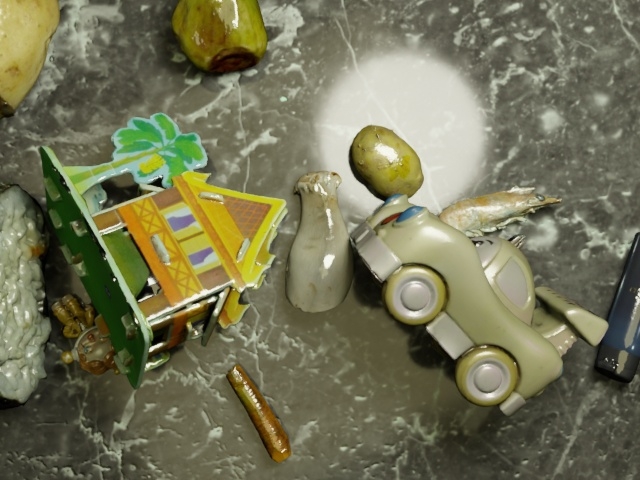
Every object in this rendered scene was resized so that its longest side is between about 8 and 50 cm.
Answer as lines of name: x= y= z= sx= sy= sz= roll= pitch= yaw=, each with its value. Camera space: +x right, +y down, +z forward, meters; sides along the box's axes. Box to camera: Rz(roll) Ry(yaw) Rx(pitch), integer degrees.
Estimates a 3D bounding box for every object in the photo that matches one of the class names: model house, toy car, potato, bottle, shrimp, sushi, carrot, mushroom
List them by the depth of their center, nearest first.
sushi: x=-0.513 y=0.082 z=1.114 sx=0.170 sy=0.211 sz=0.350 roll=-6 pitch=83 yaw=8
toy car: x=0.223 y=0.067 z=1.115 sx=0.226 sy=0.242 sz=0.336 roll=-40 pitch=98 yaw=5
potato: x=-0.526 y=-0.348 z=1.135 sx=0.285 sy=0.242 sz=0.242 roll=37 pitch=86 yaw=-8
model house: x=-0.228 y=-0.011 z=1.155 sx=0.312 sy=0.242 sz=0.358 roll=-24 pitch=69 yaw=-30
mushroom: x=0.000 y=0.000 z=1.199 sx=0.116 sy=0.093 sz=0.225 roll=5 pitch=92 yaw=18
carrot: x=-0.101 y=0.278 z=1.209 sx=0.042 sy=0.042 sz=0.171 roll=-32 pitch=86 yaw=-4
potato: x=0.109 y=-0.127 z=1.220 sx=0.138 sy=0.070 sz=0.091 roll=44 pitch=87 yaw=0
bottle: x=0.517 y=0.111 z=1.229 sx=0.072 sy=0.082 sz=0.245 roll=17 pitch=84 yaw=43
shrimp: x=0.293 y=-0.018 z=1.236 sx=0.223 sy=0.047 sz=0.126 roll=-16 pitch=96 yaw=3

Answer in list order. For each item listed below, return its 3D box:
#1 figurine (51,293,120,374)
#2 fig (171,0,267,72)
figurine: x=-0.372 y=0.153 z=1.190 sx=0.143 sy=0.068 sz=0.101 roll=25 pitch=68 yaw=3
fig: x=-0.160 y=-0.351 z=1.183 sx=0.144 sy=0.154 sz=0.166 roll=-20 pitch=130 yaw=-40
